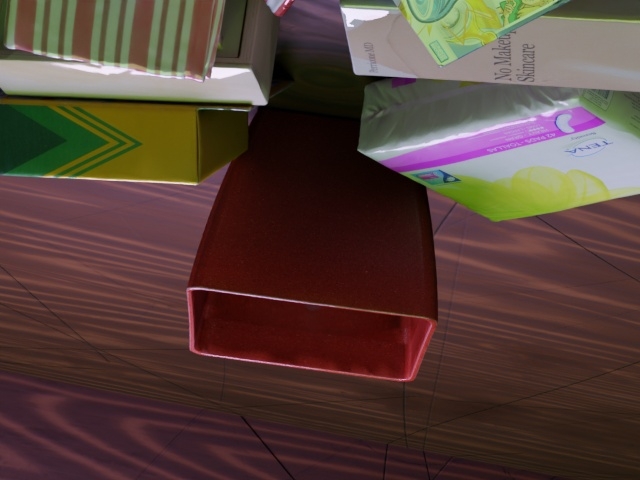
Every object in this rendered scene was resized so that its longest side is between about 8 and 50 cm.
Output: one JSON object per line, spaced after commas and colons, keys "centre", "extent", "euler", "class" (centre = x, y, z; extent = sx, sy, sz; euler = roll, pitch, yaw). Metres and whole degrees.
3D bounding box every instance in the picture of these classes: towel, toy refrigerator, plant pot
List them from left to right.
{"centre": [-0.184, -0.227, 1.618], "extent": [0.197, 0.144, 0.029], "euler": [10, -159, -4], "class": "towel"}
{"centre": [-0.183, -0.199, 1.725], "extent": [0.270, 0.102, 0.094], "euler": [4, 161, 11], "class": "toy refrigerator"}
{"centre": [0.000, 0.000, 2.029], "extent": [0.267, 0.235, 0.267], "euler": [8, 161, -1], "class": "plant pot"}

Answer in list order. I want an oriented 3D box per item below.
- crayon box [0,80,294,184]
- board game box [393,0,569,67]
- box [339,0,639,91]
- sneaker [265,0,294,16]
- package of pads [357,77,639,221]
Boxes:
{"centre": [-0.205, -0.118, 1.854], "extent": [0.323, 0.083, 0.203], "euler": [2, -167, 12], "class": "crayon box"}
{"centre": [0.097, -0.246, 1.386], "extent": [0.136, 0.035, 0.201], "euler": [-27, 115, 26], "class": "board game box"}
{"centre": [0.180, -0.213, 1.522], "extent": [0.311, 0.121, 0.148], "euler": [4, 161, 9], "class": "box"}
{"centre": [-0.052, -0.273, 1.544], "extent": [0.128, 0.087, 0.221], "euler": [39, 169, -4], "class": "sneaker"}
{"centre": [0.222, -0.112, 1.831], "extent": [0.297, 0.101, 0.229], "euler": [-12, 153, 44], "class": "package of pads"}
